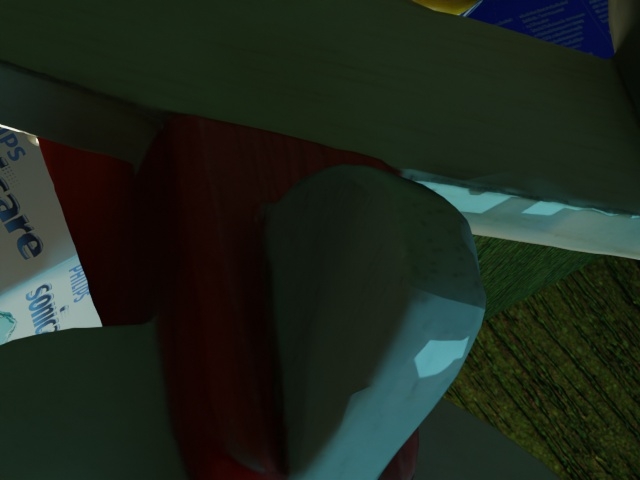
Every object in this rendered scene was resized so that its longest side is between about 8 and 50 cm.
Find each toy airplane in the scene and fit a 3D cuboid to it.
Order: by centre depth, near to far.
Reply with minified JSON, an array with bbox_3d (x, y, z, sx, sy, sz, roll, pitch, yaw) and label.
[{"bbox_3d":[-0.019,-0.073,0.482,0.386,0.384,0.272,-18,135,-59],"label":"toy airplane"}]

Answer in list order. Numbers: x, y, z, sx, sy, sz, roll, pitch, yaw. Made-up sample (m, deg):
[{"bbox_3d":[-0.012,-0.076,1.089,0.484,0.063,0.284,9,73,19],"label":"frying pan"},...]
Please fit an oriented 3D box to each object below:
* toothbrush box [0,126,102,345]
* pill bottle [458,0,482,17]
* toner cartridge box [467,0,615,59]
[{"bbox_3d":[-0.270,0.055,0.871,0.296,0.126,0.216,-29,166,-13],"label":"toothbrush box"},{"bbox_3d":[0.046,-0.170,0.790,0.123,0.122,0.219,-20,163,-45],"label":"pill bottle"},{"bbox_3d":[0.169,-0.165,1.015,0.348,0.165,0.075,-22,163,-39],"label":"toner cartridge box"}]
